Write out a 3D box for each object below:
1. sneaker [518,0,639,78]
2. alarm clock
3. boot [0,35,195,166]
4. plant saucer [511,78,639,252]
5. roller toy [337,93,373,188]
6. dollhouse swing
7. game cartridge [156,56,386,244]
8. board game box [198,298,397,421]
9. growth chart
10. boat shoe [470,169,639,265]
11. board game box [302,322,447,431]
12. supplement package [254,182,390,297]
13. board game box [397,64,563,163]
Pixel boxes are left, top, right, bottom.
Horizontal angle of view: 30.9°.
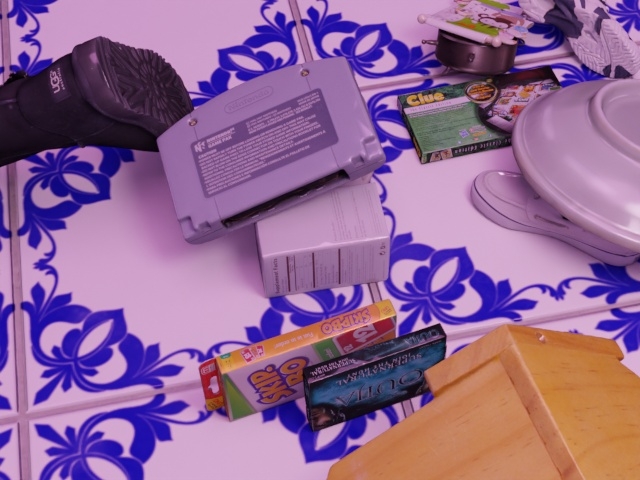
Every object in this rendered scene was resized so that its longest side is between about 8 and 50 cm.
[{"bbox_3d":[0.455,-0.377,1.918,0.235,0.094,0.153,37,50,16],"label":"sneaker"},{"bbox_3d":[0.266,-0.312,1.884,0.192,0.064,0.129,-19,36,-38],"label":"alarm clock"},{"bbox_3d":[-0.440,-0.149,1.718,0.445,0.367,0.146,-20,76,14],"label":"boot"},{"bbox_3d":[0.479,-0.134,1.658,0.400,0.101,0.400,9,40,-7],"label":"plant saucer"},{"bbox_3d":[-0.018,-0.141,1.720,0.209,0.146,0.191,-36,60,-11],"label":"roller toy"},{"bbox_3d":[0.232,0.327,1.309,0.315,0.305,0.347,11,43,-42],"label":"dollhouse swing"},{"bbox_3d":[-0.074,-0.134,1.608,0.297,0.062,0.198,-22,56,8],"label":"game cartridge"},{"bbox_3d":[-0.026,0.159,1.496,0.259,0.124,0.039,-16,53,-10],"label":"board game box"},{"bbox_3d":[0.264,-0.363,1.901,0.172,0.021,0.237,18,28,20],"label":"growth chart"},{"bbox_3d":[0.343,-0.050,1.670,0.267,0.088,0.096,28,58,22],"label":"boat shoe"},{"bbox_3d":[0.070,0.177,1.479,0.186,0.126,0.026,-18,53,-11],"label":"board game box"},{"bbox_3d":[0.000,0.000,1.633,0.179,0.105,0.105,-8,54,-5],"label":"supplement package"},{"bbox_3d":[0.264,-0.201,1.831,0.259,0.030,0.136,-12,54,-7],"label":"board game box"}]
